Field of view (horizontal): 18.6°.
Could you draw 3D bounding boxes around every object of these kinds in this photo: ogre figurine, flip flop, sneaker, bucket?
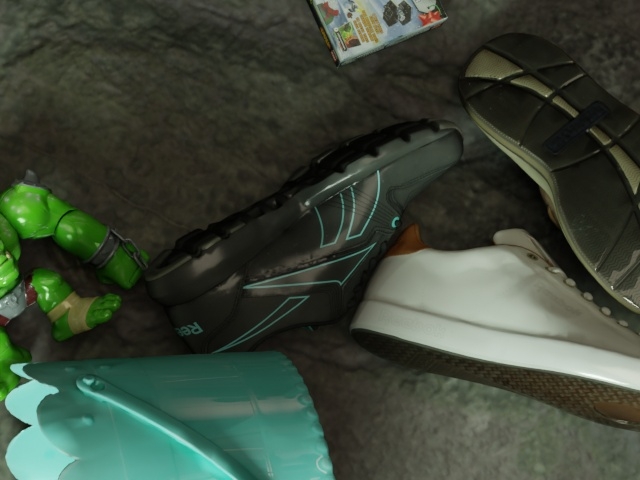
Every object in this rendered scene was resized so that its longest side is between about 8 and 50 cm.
[{"bbox_3d":[-0.230,0.037,1.407,0.197,0.097,0.118,-35,105,1],"label":"ogre figurine"},{"bbox_3d":[0.202,-0.048,1.470,0.112,0.080,0.277,-35,55,-7],"label":"flip flop"},{"bbox_3d":[0.172,0.054,1.428,0.290,0.106,0.123,16,69,17],"label":"sneaker"},{"bbox_3d":[0.000,0.000,1.458,0.267,0.101,0.106,-31,102,-12],"label":"sneaker"},{"bbox_3d":[-0.100,0.204,1.312,0.183,0.281,0.281,-8,81,-15],"label":"bucket"}]

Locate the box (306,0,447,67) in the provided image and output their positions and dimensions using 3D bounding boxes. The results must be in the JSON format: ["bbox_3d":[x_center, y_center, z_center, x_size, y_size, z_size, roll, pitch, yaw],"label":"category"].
[{"bbox_3d":[0.029,-0.215,1.526,0.094,0.027,0.137,-23,85,-11],"label":"box"}]
